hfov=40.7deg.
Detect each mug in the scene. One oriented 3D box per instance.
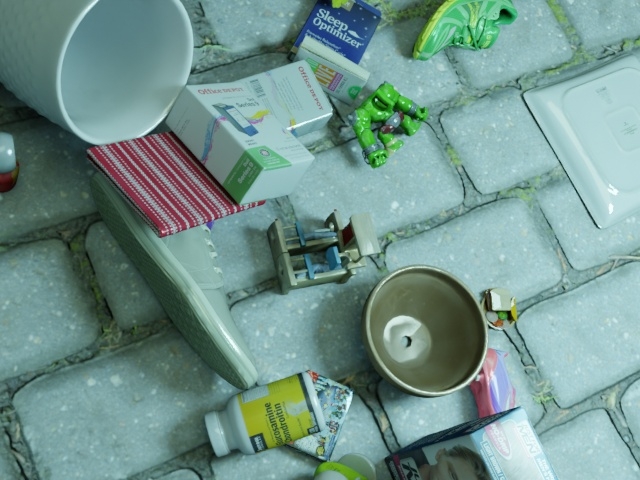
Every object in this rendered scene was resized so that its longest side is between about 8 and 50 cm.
[{"bbox_3d":[-0.396,-0.350,1.477,0.328,0.276,0.374,30,23,29],"label":"mug"}]

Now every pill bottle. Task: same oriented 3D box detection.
[{"bbox_3d":[-0.091,0.290,1.415,0.184,0.103,0.103,-18,77,-4],"label":"pill bottle"}]

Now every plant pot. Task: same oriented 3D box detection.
[{"bbox_3d":[0.174,0.170,1.557,0.238,0.110,0.237,6,70,-16],"label":"plant pot"}]

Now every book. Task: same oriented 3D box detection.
[{"bbox_3d":[0.016,-0.331,1.697,0.144,0.096,0.035,27,61,-6],"label":"book"}]

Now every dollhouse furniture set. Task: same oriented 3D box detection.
[{"bbox_3d":[0.000,0.000,1.520,0.129,0.183,0.128,-10,74,-21],"label":"dollhouse furniture set"}]

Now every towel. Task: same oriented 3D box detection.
[{"bbox_3d":[-0.231,-0.102,1.431,0.199,0.031,0.275,45,33,15],"label":"towel"}]

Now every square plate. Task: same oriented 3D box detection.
[{"bbox_3d":[0.663,-0.236,1.901,0.347,0.049,0.344,-23,79,-24],"label":"square plate"}]

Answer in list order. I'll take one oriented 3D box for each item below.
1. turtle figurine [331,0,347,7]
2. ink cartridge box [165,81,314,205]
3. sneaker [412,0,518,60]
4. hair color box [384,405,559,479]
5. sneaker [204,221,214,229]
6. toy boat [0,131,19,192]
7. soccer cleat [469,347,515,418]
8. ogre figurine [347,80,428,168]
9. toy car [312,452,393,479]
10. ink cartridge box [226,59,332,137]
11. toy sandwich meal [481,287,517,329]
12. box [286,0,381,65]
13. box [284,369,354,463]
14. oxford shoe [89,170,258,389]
[{"bbox_3d":[0.015,-0.590,1.773,0.270,0.087,0.217,-29,67,-28],"label":"turtle figurine"},{"bbox_3d":[-0.140,-0.173,1.492,0.212,0.093,0.154,46,31,18],"label":"ink cartridge box"},{"bbox_3d":[0.316,-0.458,1.835,0.296,0.109,0.123,-36,81,-26],"label":"sneaker"},{"bbox_3d":[0.236,0.385,1.365,0.105,0.347,0.173,-21,78,-24],"label":"hair color box"},{"bbox_3d":[-0.170,-0.083,1.563,0.071,0.068,0.169,32,63,-11],"label":"sneaker"},{"bbox_3d":[-0.620,-0.207,1.413,0.318,0.148,0.267,39,64,-1],"label":"toy boat"},{"bbox_3d":[0.326,0.316,1.572,0.095,0.083,0.248,-1,68,-23],"label":"soccer cleat"},{"bbox_3d":[0.129,-0.238,1.702,0.197,0.097,0.118,-43,99,-15],"label":"ogre figurine"},{"bbox_3d":[0.055,0.445,1.408,0.182,0.159,0.136,34,107,18],"label":"toy car"},{"bbox_3d":[-0.085,-0.255,1.648,0.175,0.072,0.127,-22,79,-24],"label":"ink cartridge box"},{"bbox_3d":[0.350,0.131,1.673,0.086,0.029,0.085,6,69,-16],"label":"toy sandwich meal"},{"bbox_3d":[0.037,-0.431,1.775,0.136,0.036,0.225,28,63,-7],"label":"box"},{"bbox_3d":[-0.007,0.305,1.493,0.094,0.027,0.137,25,65,-7],"label":"box"},{"bbox_3d":[-0.222,0.045,1.448,0.130,0.169,0.449,-29,77,-27],"label":"oxford shoe"}]
